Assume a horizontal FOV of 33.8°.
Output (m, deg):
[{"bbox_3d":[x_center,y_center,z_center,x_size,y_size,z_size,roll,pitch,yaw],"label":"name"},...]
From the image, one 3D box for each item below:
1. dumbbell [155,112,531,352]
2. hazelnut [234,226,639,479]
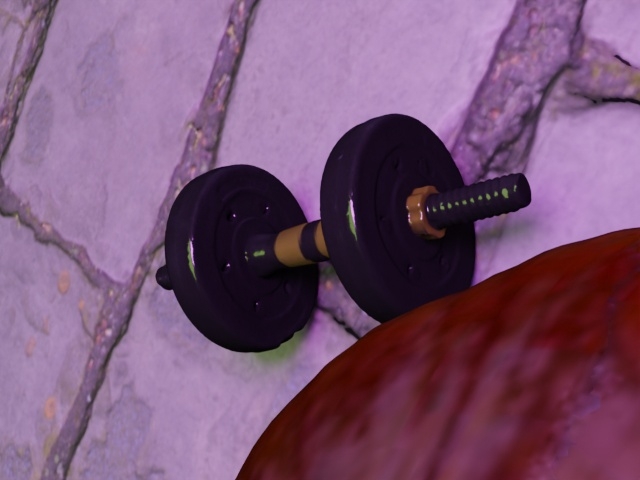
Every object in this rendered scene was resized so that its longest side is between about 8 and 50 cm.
[{"bbox_3d":[0.000,0.000,0.744,0.325,0.143,0.143,-13,76,38],"label":"dumbbell"},{"bbox_3d":[0.129,0.173,0.504,0.409,0.359,0.359,-26,68,25],"label":"hazelnut"}]
